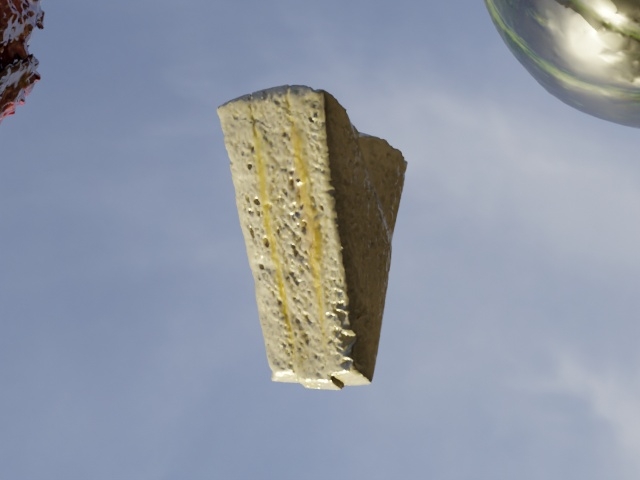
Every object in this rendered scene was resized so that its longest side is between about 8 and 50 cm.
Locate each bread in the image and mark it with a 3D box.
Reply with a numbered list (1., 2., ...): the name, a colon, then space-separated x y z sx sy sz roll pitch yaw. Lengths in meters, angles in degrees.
1. bread: -0.012 0.001 1.007 0.105 0.077 0.152 30 -117 -51

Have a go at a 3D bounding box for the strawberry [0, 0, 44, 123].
1. strawberry: -0.339 -0.197 1.419 0.274 0.220 0.274 -1 -87 -25

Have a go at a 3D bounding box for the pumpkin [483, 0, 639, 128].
1. pumpkin: 0.257 -0.220 1.168 0.323 0.241 0.323 -22 -28 -13
